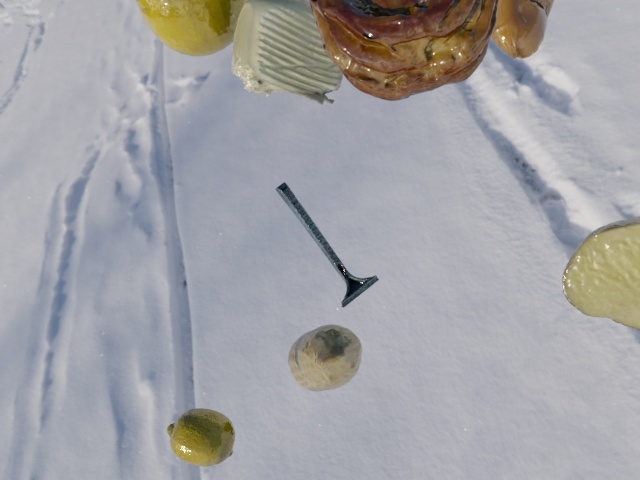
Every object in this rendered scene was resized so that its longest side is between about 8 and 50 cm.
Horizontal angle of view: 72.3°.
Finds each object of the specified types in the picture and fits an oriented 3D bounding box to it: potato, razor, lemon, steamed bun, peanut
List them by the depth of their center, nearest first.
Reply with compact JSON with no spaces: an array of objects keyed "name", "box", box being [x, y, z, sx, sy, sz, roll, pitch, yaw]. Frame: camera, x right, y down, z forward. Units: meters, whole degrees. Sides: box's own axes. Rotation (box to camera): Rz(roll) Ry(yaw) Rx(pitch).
[{"name":"potato","box":[0.256,0.018,0.357,0.103,0.066,0.097,-1,103,30]},{"name":"razor","box":[-0.001,0.000,0.615,0.066,0.190,0.033,-38,5,-9]},{"name":"lemon","box":[-0.187,0.305,0.683,0.110,0.082,0.082,18,65,0]},{"name":"peanut","box":[0.011,0.209,0.790,0.123,0.257,0.124,5,69,-12]},{"name":"steamed bun","box":[-0.112,-0.501,1.194,0.272,0.290,0.274,11,103,52]},{"name":"lemon","box":[-0.372,-0.720,1.274,0.347,0.348,0.348,-14,54,20]}]

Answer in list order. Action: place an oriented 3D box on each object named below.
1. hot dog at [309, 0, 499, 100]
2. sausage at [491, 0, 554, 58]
[{"name":"hot dog","box":[0.072,-0.270,0.449,0.175,0.114,0.259,-15,57,7]},{"name":"sausage","box":[0.392,-0.503,0.831,0.116,0.134,0.354,11,80,60]}]
